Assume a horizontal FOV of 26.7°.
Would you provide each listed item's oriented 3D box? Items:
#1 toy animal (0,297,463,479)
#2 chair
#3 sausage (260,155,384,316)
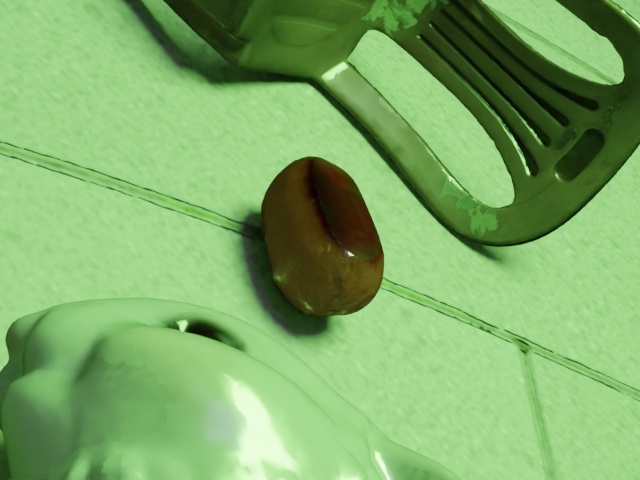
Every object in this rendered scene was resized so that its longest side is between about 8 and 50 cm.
[{"bbox_3d":[-0.018,0.153,0.413,0.257,0.194,0.357,9,32,-6],"label":"toy animal"},{"bbox_3d":[0.031,-0.149,0.815,0.326,0.176,0.183,48,24,22],"label":"chair"},{"bbox_3d":[0.000,0.000,0.714,0.059,0.054,0.094,14,42,-35],"label":"sausage"}]
